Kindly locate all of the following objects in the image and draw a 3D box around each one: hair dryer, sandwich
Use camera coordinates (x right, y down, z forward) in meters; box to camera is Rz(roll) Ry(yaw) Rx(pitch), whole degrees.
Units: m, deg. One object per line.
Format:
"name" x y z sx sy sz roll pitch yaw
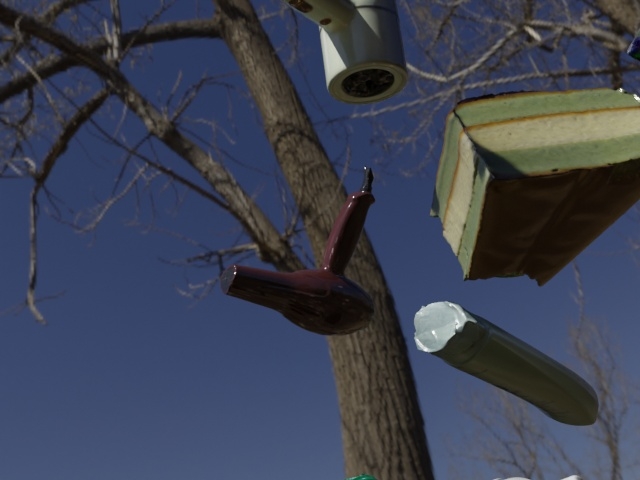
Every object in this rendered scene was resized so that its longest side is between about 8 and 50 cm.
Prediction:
"hair dryer" 0.000 0.000 1.433 0.313 0.340 0.123 22 -4 -30
"hair dryer" -0.011 -0.349 1.095 0.128 0.203 0.362 -19 -22 35
"sandwich" 0.267 -0.060 0.911 0.228 0.155 0.198 -8 -44 -9

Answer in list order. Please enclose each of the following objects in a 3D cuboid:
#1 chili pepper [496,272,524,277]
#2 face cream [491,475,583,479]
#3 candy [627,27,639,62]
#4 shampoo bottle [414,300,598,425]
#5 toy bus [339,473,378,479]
"chili pepper" 0.304 0.052 1.271 0.083 0.030 0.017 7 -70 4
"face cream" 0.295 0.470 1.241 0.370 0.145 0.145 -29 -33 23
"candy" 0.586 -0.226 1.052 0.088 0.312 0.061 -60 -20 16
"shampoo bottle" 0.173 0.115 0.685 0.212 0.049 0.072 30 -15 -31
"toy bus" 0.080 0.504 1.072 0.184 0.343 0.199 -27 -19 -43
